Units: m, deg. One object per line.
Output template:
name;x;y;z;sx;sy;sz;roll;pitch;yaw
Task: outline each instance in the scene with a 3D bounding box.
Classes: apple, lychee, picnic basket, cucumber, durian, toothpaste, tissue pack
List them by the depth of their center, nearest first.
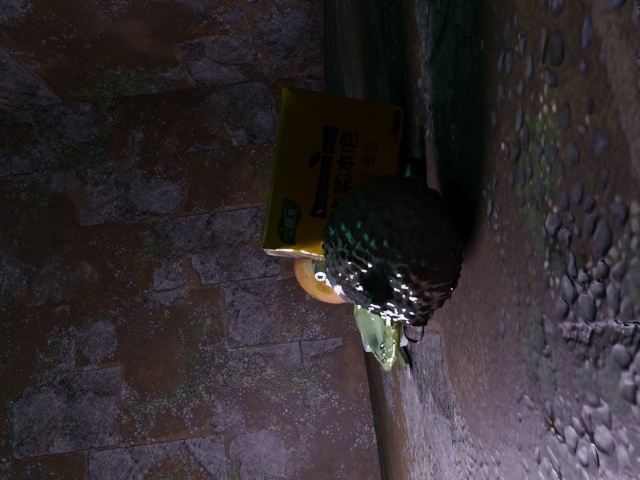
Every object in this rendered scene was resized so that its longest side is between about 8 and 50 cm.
lychee;0.131;0.010;0.843;0.274;0.255;0.255;-53;-33;-43
cucumber;0.198;-0.123;1.010;0.048;0.048;0.105;-100;7;-67
picnic basket;0.223;0.203;1.150;0.072;0.072;0.083;-121;34;-88
tissue pack;0.024;-0.136;1.156;0.228;0.293;0.382;160;118;-85
durian;0.155;0.201;1.284;0.394;0.163;0.198;87;-163;-52
toothpaste;0.000;0.000;1.386;0.297;0.048;0.075;-90;-8;-50
toothpaste;0.258;0.359;1.534;0.204;0.031;0.049;-106;9;-67
apple;0.060;0.098;2.119;0.364;0.363;0.364;173;90;-89

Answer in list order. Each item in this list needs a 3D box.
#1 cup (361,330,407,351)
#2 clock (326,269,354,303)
cup;0.196;0.272;1.498;0.099;0.133;0.136;-110;12;-70
clock;0.114;0.046;1.584;0.319;0.066;0.319;25;-124;-45
